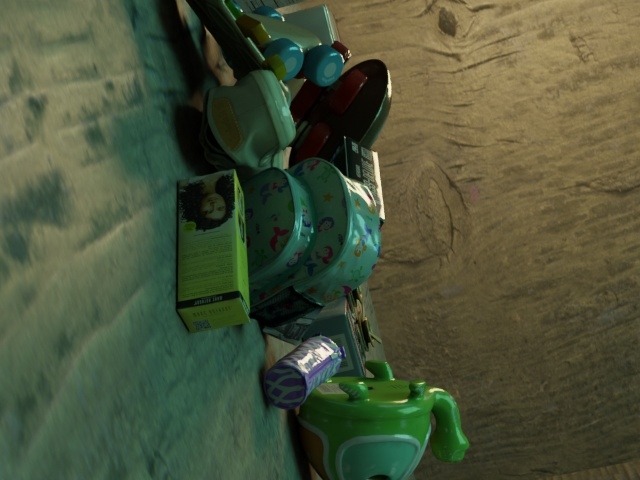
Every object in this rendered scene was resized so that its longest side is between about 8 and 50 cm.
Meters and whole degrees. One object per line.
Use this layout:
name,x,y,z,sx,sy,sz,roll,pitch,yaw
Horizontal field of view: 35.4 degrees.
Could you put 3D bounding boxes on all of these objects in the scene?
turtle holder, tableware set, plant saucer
turtle holder,0.105,0.359,1.926,0.320,0.243,0.228,-1,96,-46
tableware set,0.098,0.159,2.292,0.128,0.039,0.194,-68,144,-77
plant saucer,0.049,-0.239,2.105,0.050,0.310,0.311,34,30,-27

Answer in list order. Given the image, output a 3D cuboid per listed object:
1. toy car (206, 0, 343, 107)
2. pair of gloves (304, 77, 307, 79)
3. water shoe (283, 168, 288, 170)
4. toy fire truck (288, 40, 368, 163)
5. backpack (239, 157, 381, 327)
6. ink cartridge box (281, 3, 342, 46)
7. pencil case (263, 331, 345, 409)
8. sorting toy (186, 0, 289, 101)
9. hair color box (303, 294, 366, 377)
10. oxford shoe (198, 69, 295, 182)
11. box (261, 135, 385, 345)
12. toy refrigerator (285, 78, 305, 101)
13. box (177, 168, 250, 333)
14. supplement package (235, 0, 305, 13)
toy car,-0.117,-0.295,1.876,0.210,0.238,0.219,-3,34,-48
pair of gloves,-0.110,-0.406,2.141,0.198,0.159,0.023,64,44,-64
water shoe,-0.046,-0.114,2.417,0.203,0.072,0.080,57,24,-69
toy fire truck,-0.032,-0.283,2.096,0.169,0.302,0.254,34,4,0
backpack,-0.039,-0.007,1.562,0.191,0.253,0.225,35,40,-50
ink cartridge box,-0.056,-0.497,2.495,0.273,0.196,0.114,-58,134,-81
pencil case,-0.026,0.228,1.742,0.206,0.088,0.086,-30,112,-67
sorting toy,-0.121,-0.321,1.593,0.307,0.041,0.229,40,-14,53
hair color box,0.033,0.181,2.357,0.374,0.113,0.185,-87,162,-68
oxford shoe,-0.134,-0.165,1.642,0.449,0.130,0.169,135,-69,-81
box,0.000,0.000,1.798,0.307,0.076,0.242,-55,-161,29
toy refrigerator,-0.067,-0.376,2.643,0.270,0.094,0.102,-97,165,-44
box,-0.145,0.010,1.352,0.058,0.087,0.232,73,7,-50
supplement package,-0.086,-0.660,2.269,0.198,0.262,0.199,35,42,-79
